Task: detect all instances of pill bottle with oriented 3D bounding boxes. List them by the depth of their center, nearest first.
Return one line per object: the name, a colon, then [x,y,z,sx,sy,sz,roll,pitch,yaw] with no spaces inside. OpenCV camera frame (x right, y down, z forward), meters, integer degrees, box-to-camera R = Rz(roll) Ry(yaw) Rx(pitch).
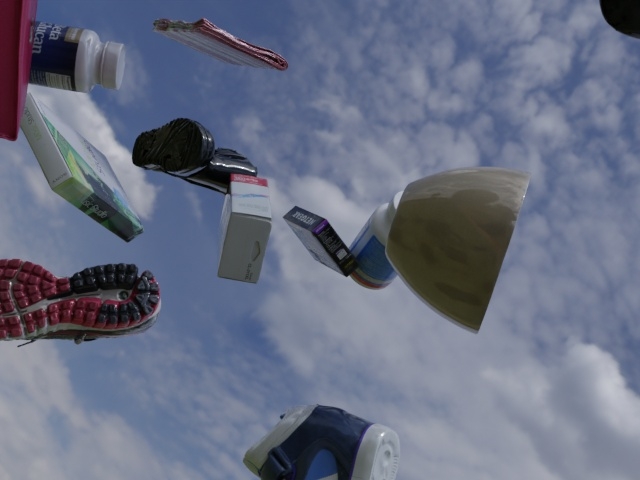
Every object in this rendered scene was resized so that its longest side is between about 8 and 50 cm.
pill bottle: [-0.380,-0.271,1.267,0.169,0.094,0.094,8,-39,-6]
pill bottle: [0.147,-0.002,1.813,0.124,0.124,0.221,45,-42,10]

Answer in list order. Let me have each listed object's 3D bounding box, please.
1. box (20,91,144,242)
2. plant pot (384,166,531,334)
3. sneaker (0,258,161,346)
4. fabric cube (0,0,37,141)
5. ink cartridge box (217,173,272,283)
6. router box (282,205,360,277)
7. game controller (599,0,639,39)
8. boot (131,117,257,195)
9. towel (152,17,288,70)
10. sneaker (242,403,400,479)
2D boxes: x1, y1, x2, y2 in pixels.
box: [-0.503,-0.145,1.797,0.232,0.058,0.322,57,3,23]
plant pot: [0.218,-0.006,1.443,0.190,0.284,0.284,19,-42,11]
sneaker: [-0.379,0.103,1.218,0.112,0.299,0.121,109,-18,-62]
fabric cube: [-0.471,-0.267,1.002,0.258,0.259,0.254,-144,-119,-68]
ink cartridge box: [-0.134,-0.024,1.490,0.072,0.175,0.127,10,-66,-11]
router box: [0.000,0.000,1.836,0.133,0.046,0.179,53,-11,-24]
game controller: [0.406,-0.376,0.942,0.067,0.166,0.319,-140,-120,-85]
boot: [-0.193,-0.142,1.523,0.246,0.207,0.094,2,-99,53]
towel: [-0.246,-0.469,2.043,0.237,0.037,0.329,20,3,-33]
sneaker: [-0.029,0.408,1.304,0.236,0.323,0.130,6,-24,33]
